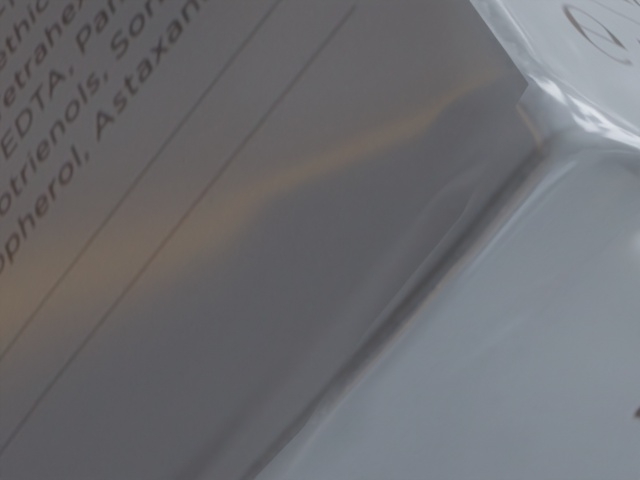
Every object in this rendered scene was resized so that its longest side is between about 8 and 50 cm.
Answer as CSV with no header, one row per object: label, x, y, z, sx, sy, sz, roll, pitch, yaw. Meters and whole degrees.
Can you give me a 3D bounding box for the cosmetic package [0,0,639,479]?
cosmetic package,0.000,0.000,0.599,0.329,0.327,0.394,17,32,-39
